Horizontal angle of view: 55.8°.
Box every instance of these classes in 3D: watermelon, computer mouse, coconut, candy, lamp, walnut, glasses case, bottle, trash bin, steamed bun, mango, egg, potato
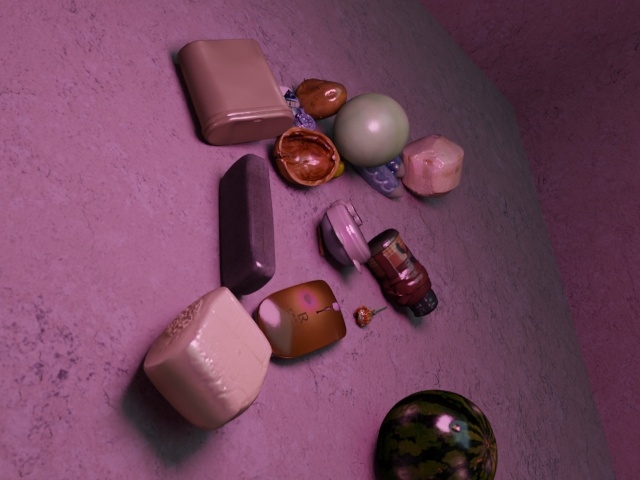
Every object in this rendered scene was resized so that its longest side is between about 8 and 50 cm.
[{"bbox_3d":[0.271,0.492,1.405,0.285,0.285,0.285,32,43,-36],"label":"watermelon"},{"bbox_3d":[-0.032,0.181,1.429,0.310,0.072,0.158,-9,75,-55],"label":"computer mouse"},{"bbox_3d":[0.399,-0.277,2.180,0.241,0.241,0.241,32,43,-36],"label":"coconut"},{"bbox_3d":[0.148,0.199,1.686,0.185,0.049,0.055,-5,99,-60],"label":"candy"},{"bbox_3d":[0.061,-0.021,1.662,0.246,0.108,0.179,-96,161,-59],"label":"lamp"},{"bbox_3d":[-0.052,-0.223,1.678,0.211,0.087,0.167,1,77,-39],"label":"walnut"},{"bbox_3d":[-0.167,-0.039,1.359,0.074,0.131,0.322,17,52,-35],"label":"glasses case"},{"bbox_3d":[0.243,0.102,1.784,0.156,0.143,0.271,-42,98,-30],"label":"bottle"},{"bbox_3d":[-0.216,-0.376,1.520,0.244,0.121,0.247,-15,72,-31],"label":"trash bin"},{"bbox_3d":[-0.204,0.219,1.099,0.200,0.155,0.250,54,28,-15],"label":"steamed bun"},{"bbox_3d":[0.031,-0.231,1.818,0.091,0.074,0.165,49,22,-5],"label":"mango"},{"bbox_3d":[0.154,-0.329,1.808,0.270,0.221,0.220,-20,82,-60],"label":"egg"},{"bbox_3d":[0.002,-0.429,1.846,0.137,0.176,0.137,-17,118,-35],"label":"potato"}]

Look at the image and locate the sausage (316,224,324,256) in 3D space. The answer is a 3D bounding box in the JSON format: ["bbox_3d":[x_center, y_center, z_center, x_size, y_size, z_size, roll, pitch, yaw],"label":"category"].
[{"bbox_3d":[0.000,0.000,1.652,0.015,0.015,0.100,25,48,-41],"label":"sausage"}]

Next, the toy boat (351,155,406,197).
[{"bbox_3d":[0.196,-0.298,2.036,0.330,0.123,0.215,45,38,-24],"label":"toy boat"}]

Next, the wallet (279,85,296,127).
[{"bbox_3d":[-0.104,-0.376,1.782,0.124,0.032,0.182,-8,73,-48],"label":"wallet"}]

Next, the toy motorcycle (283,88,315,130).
[{"bbox_3d":[-0.131,-0.362,1.669,0.255,0.092,0.135,0,66,-32],"label":"toy motorcycle"}]
